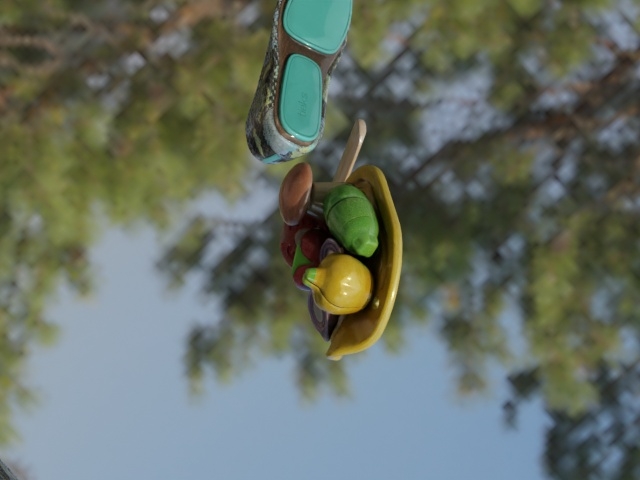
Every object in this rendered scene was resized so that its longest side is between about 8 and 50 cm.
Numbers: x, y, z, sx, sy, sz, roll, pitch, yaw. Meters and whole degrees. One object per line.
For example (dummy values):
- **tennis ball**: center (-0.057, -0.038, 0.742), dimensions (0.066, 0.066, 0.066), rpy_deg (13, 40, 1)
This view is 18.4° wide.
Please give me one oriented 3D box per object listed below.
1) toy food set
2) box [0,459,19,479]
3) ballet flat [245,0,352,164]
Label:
- **toy food set**: center (0.000, 0.000, 1.555), dimensions (0.218, 0.071, 0.128), rpy_deg (-106, -146, -54)
- **box**: center (-0.320, 0.192, 1.662), dimensions (0.077, 0.180, 0.147), rpy_deg (-41, -165, -5)
- **ballet flat**: center (-0.022, -0.137, 1.543), dimensions (0.070, 0.070, 0.188), rpy_deg (-32, -147, 44)
